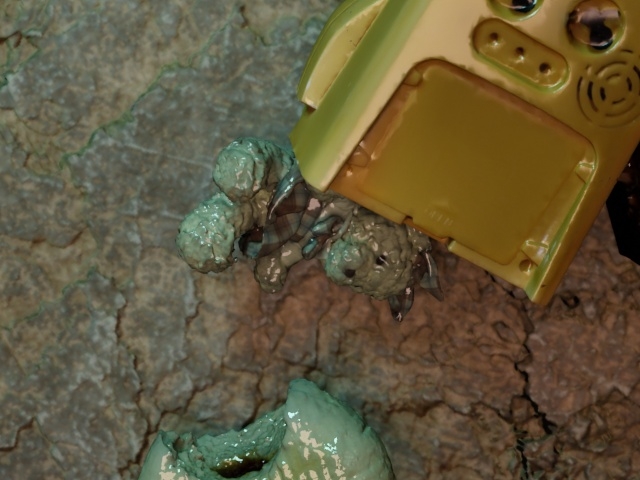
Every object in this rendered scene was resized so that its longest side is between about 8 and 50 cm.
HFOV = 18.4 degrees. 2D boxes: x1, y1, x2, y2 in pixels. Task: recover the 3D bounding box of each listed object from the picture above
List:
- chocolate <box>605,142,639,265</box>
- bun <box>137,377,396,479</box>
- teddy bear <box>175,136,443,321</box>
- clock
[{"bbox_3d":[0.323,-0.057,1.473,0.224,0.177,0.206,-16,99,7],"label":"chocolate"},{"bbox_3d":[-0.037,0.202,1.580,0.212,0.126,0.204,10,102,11],"label":"bun"},{"bbox_3d":[-0.007,-0.016,1.558,0.213,0.111,0.133,21,129,-23],"label":"teddy bear"},{"bbox_3d":[0.146,-0.145,1.435,0.244,0.200,0.317,27,109,-15],"label":"clock"}]
